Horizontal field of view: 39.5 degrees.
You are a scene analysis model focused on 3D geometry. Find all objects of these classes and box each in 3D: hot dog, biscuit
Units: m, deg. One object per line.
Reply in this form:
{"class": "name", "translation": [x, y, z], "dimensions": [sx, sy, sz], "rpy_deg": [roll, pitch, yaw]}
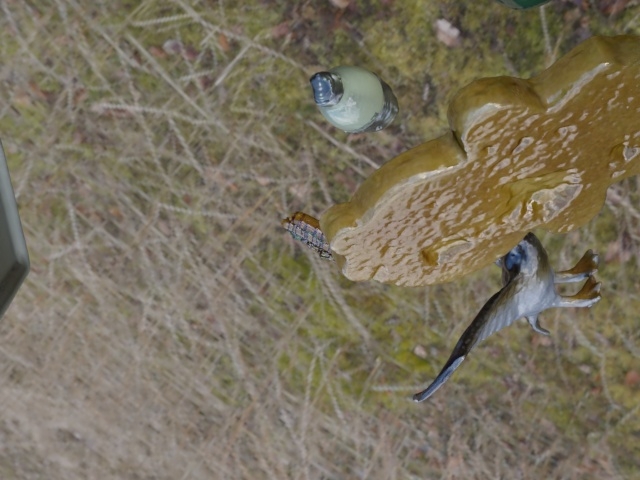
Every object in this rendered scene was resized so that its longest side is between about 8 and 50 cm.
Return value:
{"class": "hot dog", "translation": [0.000, 0.000, 1.246], "dimensions": [0.122, 0.037, 0.049], "rpy_deg": [28, 134, 4]}
{"class": "biscuit", "translation": [0.118, -0.041, 0.599], "dimensions": [0.249, 0.035, 0.184], "rpy_deg": [-34, 143, 21]}

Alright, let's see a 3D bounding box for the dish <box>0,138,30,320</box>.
{"class": "dish", "translation": [-0.213, -0.011, 0.510], "dimensions": [0.234, 0.064, 0.153], "rpy_deg": [-118, 19, -72]}

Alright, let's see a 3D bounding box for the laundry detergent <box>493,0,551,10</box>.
{"class": "laundry detergent", "translation": [0.071, -0.217, 0.433], "dimensions": [0.137, 0.063, 0.211], "rpy_deg": [59, -177, 33]}

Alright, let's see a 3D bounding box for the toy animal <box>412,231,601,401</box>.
{"class": "toy animal", "translation": [0.195, 0.016, 0.862], "dimensions": [0.160, 0.272, 0.197], "rpy_deg": [18, 136, -20]}

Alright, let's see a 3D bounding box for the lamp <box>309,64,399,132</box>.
{"class": "lamp", "translation": [0.057, -0.214, 1.361], "dimensions": [0.101, 0.101, 0.250], "rpy_deg": [19, -171, 27]}
